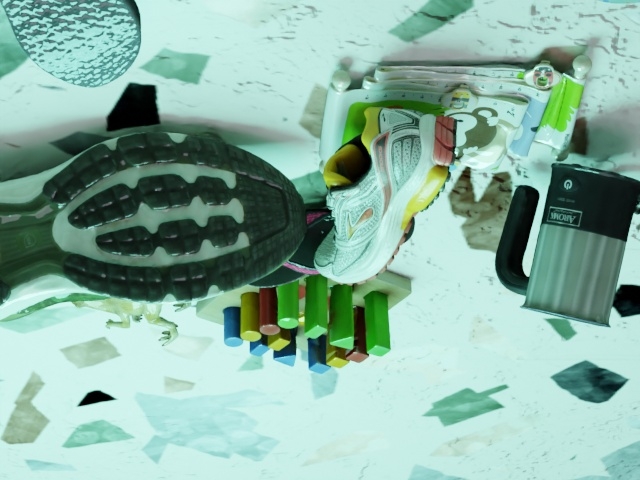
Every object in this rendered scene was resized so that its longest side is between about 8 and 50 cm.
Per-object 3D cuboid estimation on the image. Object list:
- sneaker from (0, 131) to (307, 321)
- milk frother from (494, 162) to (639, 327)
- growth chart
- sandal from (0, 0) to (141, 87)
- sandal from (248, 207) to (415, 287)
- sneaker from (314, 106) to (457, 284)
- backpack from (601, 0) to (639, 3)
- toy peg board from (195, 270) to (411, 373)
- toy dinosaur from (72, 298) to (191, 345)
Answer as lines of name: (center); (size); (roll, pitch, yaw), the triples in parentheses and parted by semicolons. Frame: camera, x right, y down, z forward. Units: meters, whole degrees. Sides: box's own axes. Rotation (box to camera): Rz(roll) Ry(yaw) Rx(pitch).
sneaker: (-0.212, -0.005, 1.724); (0.410, 0.158, 0.182); (-7, 178, 6)
milk frother: (0.246, 0.008, 1.699); (0.143, 0.134, 0.129); (14, 179, -30)
growth chart: (0.113, -0.105, 1.638); (0.237, 0.021, 0.172); (-2, 149, 3)
sandal: (-0.217, -0.217, 1.434); (0.097, 0.054, 0.254); (-21, 133, 17)
sandal: (0.000, 0.000, 1.755); (0.179, 0.040, 0.067); (-17, 105, 14)
sneaker: (0.039, -0.045, 1.649); (0.093, 0.088, 0.225); (17, 139, -13)
backpack: (0.244, -0.240, 1.342); (0.182, 0.115, 0.152); (-6, 145, 3)
toy peg board: (-0.018, 0.085, 1.877); (0.161, 0.079, 0.161); (20, 142, -28)
toy dinosaur: (-0.166, 0.059, 1.856); (0.183, 0.053, 0.092); (-15, 144, 21)
